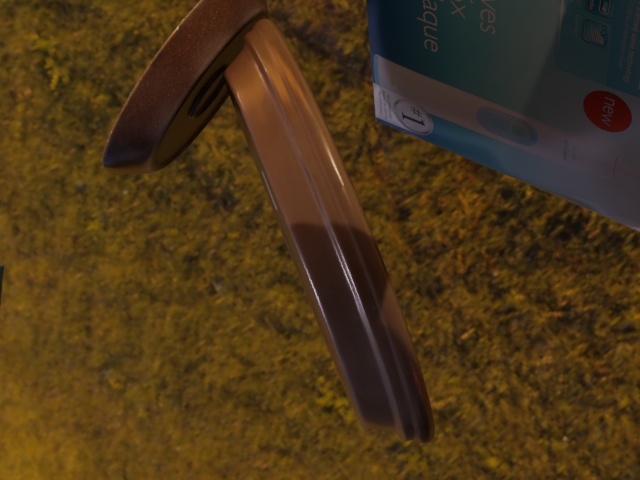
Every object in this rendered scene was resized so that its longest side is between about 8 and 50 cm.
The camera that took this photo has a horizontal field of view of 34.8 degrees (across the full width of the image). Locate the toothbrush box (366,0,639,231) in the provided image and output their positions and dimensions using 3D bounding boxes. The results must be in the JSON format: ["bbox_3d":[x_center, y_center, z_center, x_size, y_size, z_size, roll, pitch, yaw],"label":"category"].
[{"bbox_3d":[0.181,-0.135,0.640,0.296,0.126,0.216,26,148,26],"label":"toothbrush box"}]

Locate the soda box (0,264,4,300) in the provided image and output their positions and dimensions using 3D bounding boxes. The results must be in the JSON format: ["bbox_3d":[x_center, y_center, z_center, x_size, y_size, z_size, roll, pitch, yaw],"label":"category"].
[{"bbox_3d":[-0.319,0.050,0.778,0.210,0.071,0.067,-11,-73,-84],"label":"soda box"}]

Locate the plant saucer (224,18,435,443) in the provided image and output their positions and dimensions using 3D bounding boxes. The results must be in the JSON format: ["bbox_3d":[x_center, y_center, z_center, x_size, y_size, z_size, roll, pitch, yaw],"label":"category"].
[{"bbox_3d":[0.000,0.000,0.634,0.278,0.041,0.277,159,90,-88],"label":"plant saucer"}]

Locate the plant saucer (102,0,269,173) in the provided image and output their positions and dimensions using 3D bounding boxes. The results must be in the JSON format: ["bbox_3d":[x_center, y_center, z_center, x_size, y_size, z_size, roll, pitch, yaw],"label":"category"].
[{"bbox_3d":[-0.084,-0.107,0.690,0.029,0.168,0.168,37,148,1],"label":"plant saucer"}]
